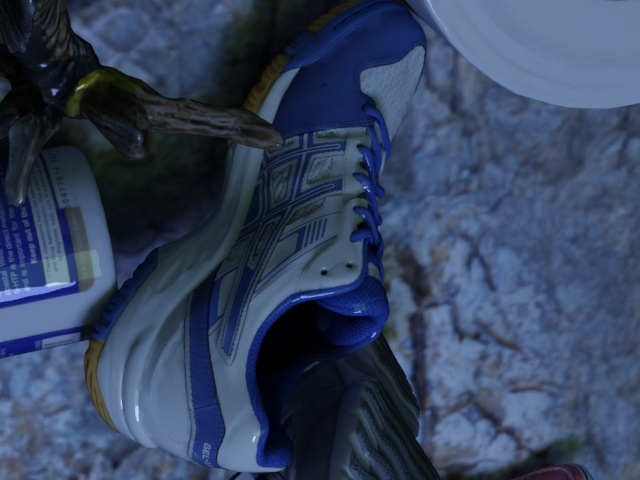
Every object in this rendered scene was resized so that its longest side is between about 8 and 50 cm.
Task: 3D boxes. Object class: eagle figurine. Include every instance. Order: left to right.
[{"bbox_3d":[-0.154,-0.182,0.829,0.226,0.225,0.298,-12,131,-3],"label":"eagle figurine"}]

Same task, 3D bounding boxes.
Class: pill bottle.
[{"bbox_3d":[-0.213,0.017,0.946,0.186,0.112,0.112,-11,119,-15],"label":"pill bottle"}]

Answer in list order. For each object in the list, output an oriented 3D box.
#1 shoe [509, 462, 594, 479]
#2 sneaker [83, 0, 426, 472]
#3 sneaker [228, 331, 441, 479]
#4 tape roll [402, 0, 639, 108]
[{"bbox_3d":[0.104,0.199,1.186,0.178,0.063,0.081,-35,128,5],"label":"shoe"},{"bbox_3d":[0.000,0.000,0.956,0.296,0.131,0.112,-59,149,-15],"label":"sneaker"},{"bbox_3d":[0.002,0.132,0.996,0.115,0.281,0.105,-29,104,7],"label":"sneaker"},{"bbox_3d":[0.160,-0.223,0.970,0.286,0.100,0.286,-9,119,-16],"label":"tape roll"}]
